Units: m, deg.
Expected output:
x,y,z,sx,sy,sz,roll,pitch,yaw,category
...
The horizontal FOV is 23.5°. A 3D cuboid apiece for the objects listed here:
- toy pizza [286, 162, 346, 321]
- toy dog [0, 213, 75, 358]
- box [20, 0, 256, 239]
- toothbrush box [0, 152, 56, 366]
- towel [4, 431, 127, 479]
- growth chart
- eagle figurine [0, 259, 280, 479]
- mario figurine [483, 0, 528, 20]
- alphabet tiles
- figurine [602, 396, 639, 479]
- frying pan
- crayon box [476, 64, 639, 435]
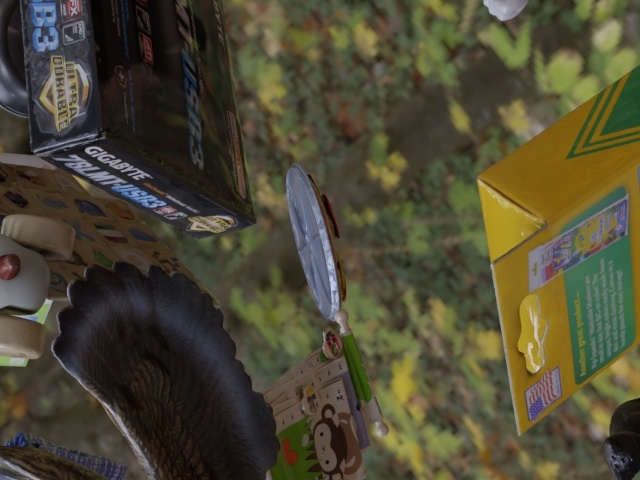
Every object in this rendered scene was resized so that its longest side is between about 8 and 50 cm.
x,y,z,sx,sy,sz,roll,pitch,yaw,category
0.000,0.000,1.895,0.201,0.032,0.201,166,90,-80,toy pizza
-0.425,0.029,1.636,0.161,0.333,0.220,107,152,-72,toy dog
-0.158,-0.175,1.322,0.293,0.073,0.296,32,-133,-64,box
-0.458,0.032,2.210,0.283,0.122,0.206,122,147,-56,toothbrush box
-0.320,0.360,1.802,0.040,0.243,0.336,13,170,15,towel
-0.003,0.198,1.579,0.237,0.021,0.172,-42,-67,-50,growth chart
-0.127,0.184,1.123,0.298,0.226,0.225,51,150,8,eagle figurine
0.172,-0.348,1.686,0.198,0.170,0.320,15,180,-18,mario figurine
-0.283,0.007,1.874,0.285,0.011,0.342,5,-148,-51,alphabet tiles
0.466,0.348,2.184,0.209,0.092,0.215,-22,-90,-66,figurine
-0.368,-0.324,2.073,0.053,0.326,0.197,1,162,42,frying pan
0.241,-0.018,1.221,0.083,0.323,0.203,38,154,40,crayon box
